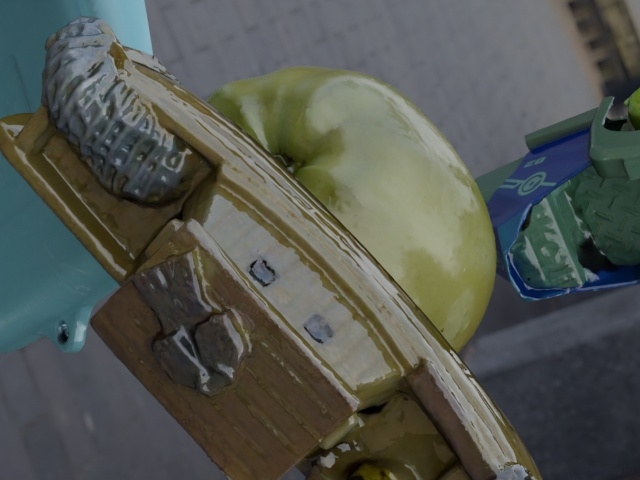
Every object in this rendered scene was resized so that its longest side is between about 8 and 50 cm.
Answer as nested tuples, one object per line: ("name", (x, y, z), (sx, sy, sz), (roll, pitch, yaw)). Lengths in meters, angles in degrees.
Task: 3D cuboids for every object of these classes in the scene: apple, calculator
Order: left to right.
("calculator", (-0.181, -0.123, 0.939), (0.054, 0.256, 0.386), (-7, 74, -41))
("apple", (0.000, 0.000, 0.963), (0.200, 0.200, 0.200), (-20, 90, -75))

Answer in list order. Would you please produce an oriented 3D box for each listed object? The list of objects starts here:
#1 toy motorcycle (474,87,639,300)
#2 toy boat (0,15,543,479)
("toy motorcycle", (0.277, -0.026, 1.752), (0.191, 0.326, 0.200), (63, 31, -22))
("toy boat", (-0.016, 0.042, 0.735), (0.321, 0.089, 0.121), (47, 23, 6))
